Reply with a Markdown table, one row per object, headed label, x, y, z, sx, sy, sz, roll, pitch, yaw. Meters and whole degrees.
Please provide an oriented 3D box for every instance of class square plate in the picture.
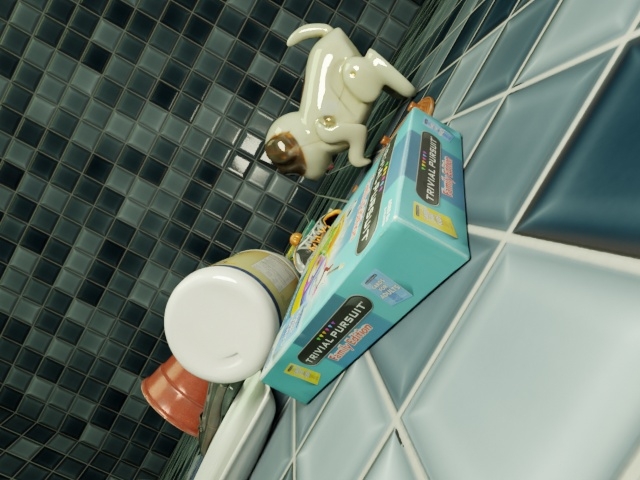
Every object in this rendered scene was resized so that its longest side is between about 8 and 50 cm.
| label | x | y | z | sx | sy | sz | roll | pitch | yaw |
| --- | --- | --- | --- | --- | --- | --- | --- | --- | --- |
| square plate | -0.173 | 0.407 | 0.761 | 0.346 | 0.049 | 0.344 | -62 | 6 | -10 |

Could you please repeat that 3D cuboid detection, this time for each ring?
| label | x | y | z | sx | sy | sz | roll | pitch | yaw |
| --- | --- | --- | --- | --- | --- | --- | --- | --- | --- |
| ring | 0.136 | -0.164 | 0.885 | 0.336 | 0.032 | 0.336 | -60 | 8 | 13 |

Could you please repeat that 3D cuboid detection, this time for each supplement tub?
| label | x | y | z | sx | sy | sz | roll | pitch | yaw |
| --- | --- | --- | --- | --- | --- | --- | --- | --- | --- |
| supplement tub | -0.164 | 0.143 | 0.892 | 0.228 | 0.229 | 0.316 | -60 | -5 | 12 |

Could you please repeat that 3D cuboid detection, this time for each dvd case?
| label | x | y | z | sx | sy | sz | roll | pitch | yaw |
| --- | --- | --- | --- | --- | --- | --- | --- | --- | --- |
| dvd case | -0.369 | 0.684 | 1.207 | 0.253 | 0.022 | 0.180 | -53 | 11 | 48 |

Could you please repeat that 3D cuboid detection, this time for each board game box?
| label | x | y | z | sx | sy | sz | roll | pitch | yaw |
| --- | --- | --- | --- | --- | --- | --- | --- | --- | --- |
| board game box | 0.050 | 0.025 | 0.536 | 0.336 | 0.079 | 0.253 | -56 | 9 | 40 |

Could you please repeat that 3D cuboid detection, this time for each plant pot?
| label | x | y | z | sx | sy | sz | roll | pitch | yaw |
| --- | --- | --- | --- | --- | --- | --- | --- | --- | --- |
| plant pot | -0.312 | 0.366 | 1.163 | 0.265 | 0.273 | 0.272 | -55 | 6 | -9 |

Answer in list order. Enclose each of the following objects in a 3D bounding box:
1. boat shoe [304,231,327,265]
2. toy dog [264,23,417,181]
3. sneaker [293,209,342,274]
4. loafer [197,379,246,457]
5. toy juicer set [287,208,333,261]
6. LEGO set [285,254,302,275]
| label | x | y | z | sx | sy | sz | roll | pitch | yaw |
| --- | --- | --- | --- | --- | --- | --- | --- | --- | --- |
| boat shoe | -0.008 | 0.062 | 0.894 | 0.177 | 0.060 | 0.064 | -63 | 7 | -12 |
| toy dog | 0.011 | -0.354 | 1.149 | 0.407 | 0.396 | 0.284 | -51 | 18 | 15 |
| sneaker | 0.000 | 0.000 | 1.015 | 0.083 | 0.084 | 0.214 | -45 | 16 | 51 |
| loafer | -0.257 | 0.425 | 1.004 | 0.096 | 0.084 | 0.267 | -31 | -34 | -64 |
| toy juicer set | -0.078 | 0.034 | 1.416 | 0.329 | 0.090 | 0.209 | -52 | 11 | 52 |
| LEGO set | -0.109 | 0.162 | 1.289 | 0.244 | 0.060 | 0.182 | -123 | 51 | -75 |
